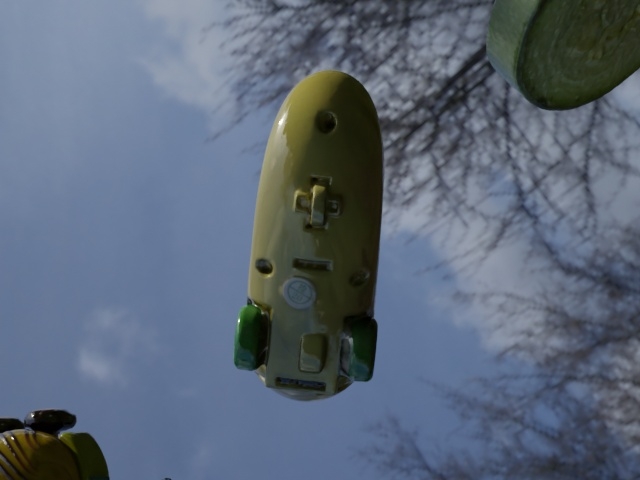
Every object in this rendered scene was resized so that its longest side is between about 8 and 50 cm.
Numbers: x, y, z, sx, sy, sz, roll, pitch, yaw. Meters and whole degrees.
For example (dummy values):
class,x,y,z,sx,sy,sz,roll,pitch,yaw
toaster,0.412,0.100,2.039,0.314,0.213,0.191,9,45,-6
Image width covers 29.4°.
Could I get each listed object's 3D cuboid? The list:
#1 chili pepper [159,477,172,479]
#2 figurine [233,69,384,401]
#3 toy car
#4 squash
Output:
class,x,y,z,sx,sy,sz,roll,pitch,yaw
chili pepper,-0.243,0.408,1.813,0.062,0.216,0.108,7,-101,-15
figurine,0.000,0.000,1.120,0.124,0.324,0.222,6,-158,3
toy car,-0.361,0.293,1.367,0.142,0.248,0.200,11,-112,-56
squash,0.268,-0.226,1.119,0.252,0.252,0.049,8,-143,-50
